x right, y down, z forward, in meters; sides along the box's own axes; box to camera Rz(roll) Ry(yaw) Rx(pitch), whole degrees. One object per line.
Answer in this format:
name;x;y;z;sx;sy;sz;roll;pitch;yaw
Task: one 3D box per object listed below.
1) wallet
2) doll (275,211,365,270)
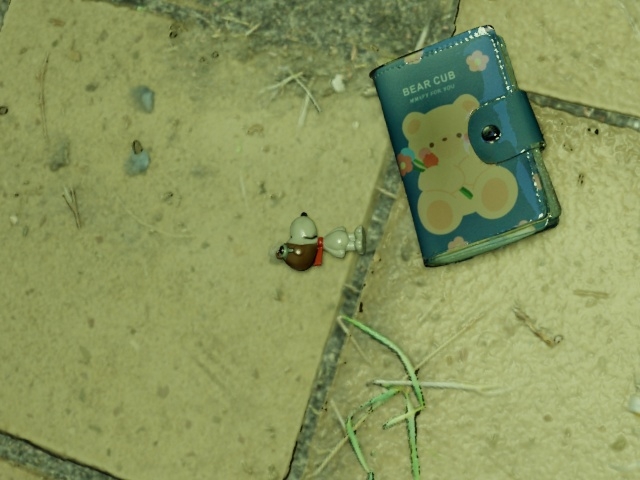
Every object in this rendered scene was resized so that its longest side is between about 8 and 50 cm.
wallet;0.137;-0.086;1.024;0.141;0.059;0.202;-20;76;21
doll;0.001;0.006;1.066;0.085;0.040;0.058;16;78;19
